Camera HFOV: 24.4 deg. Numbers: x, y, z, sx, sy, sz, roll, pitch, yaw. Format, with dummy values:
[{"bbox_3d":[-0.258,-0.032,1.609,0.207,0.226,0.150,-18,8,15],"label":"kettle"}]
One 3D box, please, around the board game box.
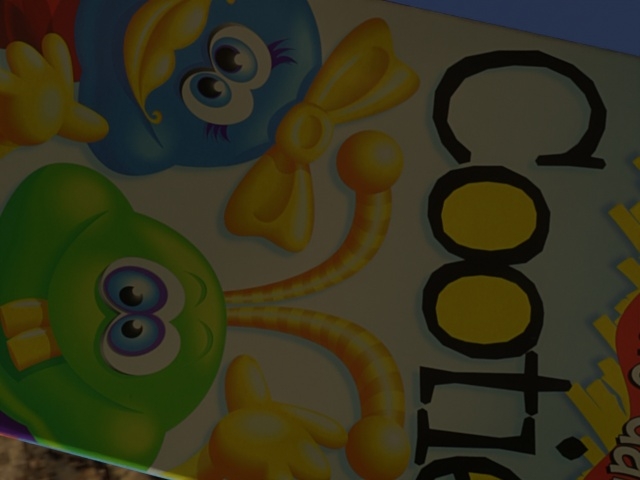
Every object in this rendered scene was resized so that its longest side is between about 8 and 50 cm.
[{"bbox_3d":[0.000,0.000,0.456,0.275,0.144,0.142,13,-86,6],"label":"board game box"}]
